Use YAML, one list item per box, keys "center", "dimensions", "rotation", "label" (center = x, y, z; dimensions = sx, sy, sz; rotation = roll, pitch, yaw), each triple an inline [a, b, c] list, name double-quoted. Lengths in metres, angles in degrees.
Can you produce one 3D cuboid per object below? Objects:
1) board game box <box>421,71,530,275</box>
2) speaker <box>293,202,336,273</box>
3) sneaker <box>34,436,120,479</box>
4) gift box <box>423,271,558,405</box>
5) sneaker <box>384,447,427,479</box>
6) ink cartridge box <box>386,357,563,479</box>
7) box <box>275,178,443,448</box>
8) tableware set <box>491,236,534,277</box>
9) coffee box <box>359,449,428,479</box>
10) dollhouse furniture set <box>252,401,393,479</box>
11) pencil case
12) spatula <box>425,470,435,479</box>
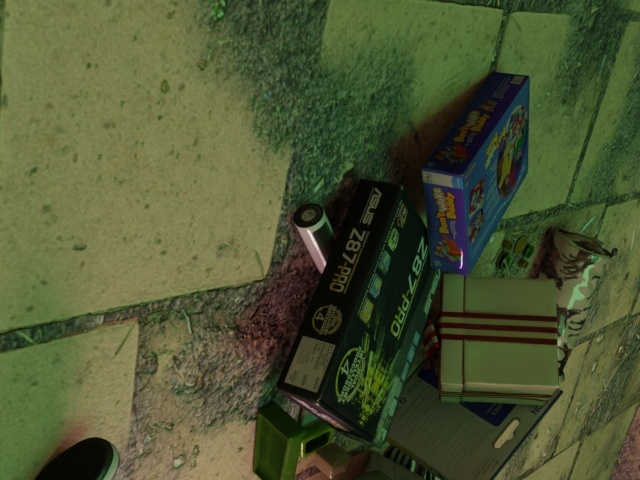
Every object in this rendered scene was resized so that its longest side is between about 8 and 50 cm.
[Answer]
- center: [0.306, -0.134, 1.476]
  dimensions: [0.347, 0.078, 0.233]
  rotation: [-51, 143, -39]
  label: "board game box"
- center: [0.000, 0.000, 1.322]
  dimensions: [0.055, 0.055, 0.136]
  rotation: [-45, 139, -18]
  label: "speaker"
- center: [-0.355, 0.436, 1.147]
  dimensions: [0.295, 0.124, 0.178]
  rotation: [-51, 136, 1]
  label: "sneaker"
- center: [0.343, 0.195, 1.601]
  dimensions: [0.255, 0.258, 0.276]
  rotation: [74, 18, -63]
  label: "gift box"
- center: [0.199, 0.634, 1.894]
  dimensions: [0.162, 0.106, 0.281]
  rotation: [9, 105, -53]
  label: "sneaker"
- center: [0.322, 0.382, 1.706]
  dimensions: [0.303, 0.307, 0.072]
  rotation: [-44, 138, -19]
  label: "ink cartridge box"
- center: [0.089, 0.138, 1.374]
  dimensions: [0.395, 0.097, 0.318]
  rotation: [-67, 151, -19]
  label: "box"
- center: [0.479, 0.037, 1.889]
  dimensions: [0.154, 0.024, 0.104]
  rotation: [26, 92, -51]
  label: "tableware set"
- center: [0.176, 0.711, 1.629]
  dimensions: [0.334, 0.338, 0.337]
  rotation: [-62, 175, 3]
  label: "coffee box"
- center: [0.043, 0.421, 1.431]
  dimensions: [0.197, 0.301, 0.151]
  rotation: [-15, 124, -41]
  label: "dollhouse furniture set"
- center: [0.632, 0.179, 2.036]
  dimensions: [0.183, 0.160, 0.410]
  rotation: [5, 109, -33]
  label: "pencil case"
- center: [0.257, 0.498, 1.849]
  dimensions: [0.084, 0.030, 0.297]
  rotation: [9, 76, -53]
  label: "spatula"
